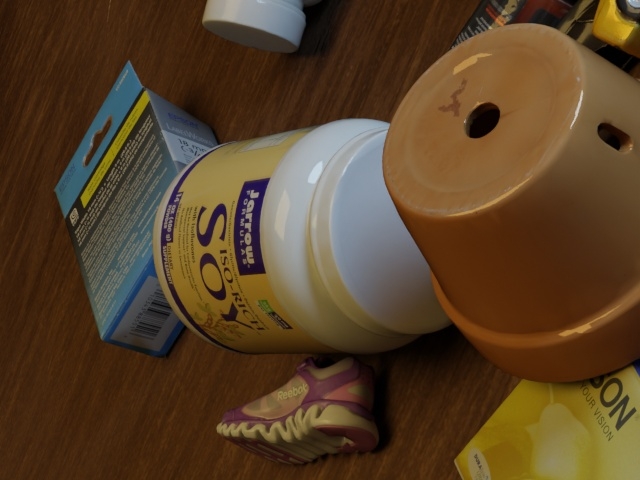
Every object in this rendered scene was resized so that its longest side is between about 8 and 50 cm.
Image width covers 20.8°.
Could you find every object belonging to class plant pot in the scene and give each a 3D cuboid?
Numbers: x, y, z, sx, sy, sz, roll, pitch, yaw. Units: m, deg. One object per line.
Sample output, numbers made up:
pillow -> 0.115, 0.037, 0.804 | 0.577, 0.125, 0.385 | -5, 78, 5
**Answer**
plant pot -> 0.189, -0.049, 1.508 | 0.291, 0.203, 0.291 | -23, 46, 27

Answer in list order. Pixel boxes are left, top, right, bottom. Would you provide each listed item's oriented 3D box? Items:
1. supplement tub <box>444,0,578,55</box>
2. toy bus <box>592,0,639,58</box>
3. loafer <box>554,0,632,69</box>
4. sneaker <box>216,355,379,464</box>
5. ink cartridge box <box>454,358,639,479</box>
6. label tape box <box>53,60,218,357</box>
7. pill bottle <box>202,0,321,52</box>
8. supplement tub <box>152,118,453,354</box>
supplement tub -> 0.183, -0.182, 1.756 | 0.198, 0.106, 0.106 | -55, 35, 23
toy bus -> 0.337, -0.327, 1.563 | 0.130, 0.108, 0.332 | 36, 105, 40
loafer -> 0.232, -0.142, 1.683 | 0.220, 0.080, 0.078 | -57, 37, 24
sneaker -> -0.018, 0.181, 1.903 | 0.236, 0.095, 0.104 | -16, 55, 48
ink cartridge box -> 0.266, 0.198, 1.476 | 0.307, 0.072, 0.303 | -57, 34, 27
label tape box -> -0.230, -0.046, 2.315 | 0.240, 0.106, 0.333 | -56, 35, 24
pill bottle -> -0.049, -0.394, 2.156 | 0.169, 0.169, 0.301 | 5, 78, 57
supplement tub -> 0.000, 0.000, 1.815 | 0.331, 0.241, 0.241 | -6, 69, 56
